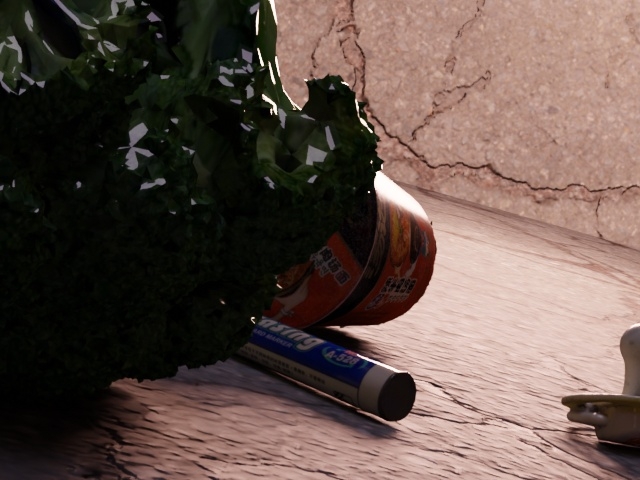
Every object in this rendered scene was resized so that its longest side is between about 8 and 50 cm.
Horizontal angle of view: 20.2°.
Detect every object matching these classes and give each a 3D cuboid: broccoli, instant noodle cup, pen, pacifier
[{"bbox_3d":[-0.129,-0.061,0.671,0.294,0.245,0.265,38,-20,-14],"label":"broccoli"},{"bbox_3d":[0.002,0.000,1.016,0.127,0.127,0.136,19,-1,27],"label":"instant noodle cup"},{"bbox_3d":[-0.037,0.045,0.887,0.204,0.025,0.025,20,8,39],"label":"pen"},{"bbox_3d":[0.164,0.076,0.942,0.083,0.064,0.068,13,-11,-28],"label":"pacifier"}]
